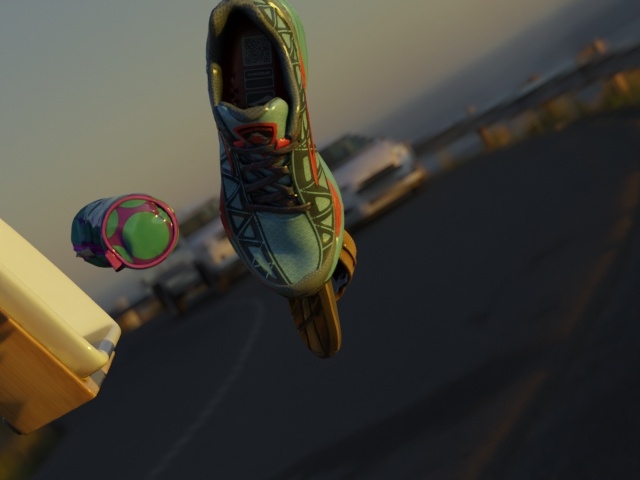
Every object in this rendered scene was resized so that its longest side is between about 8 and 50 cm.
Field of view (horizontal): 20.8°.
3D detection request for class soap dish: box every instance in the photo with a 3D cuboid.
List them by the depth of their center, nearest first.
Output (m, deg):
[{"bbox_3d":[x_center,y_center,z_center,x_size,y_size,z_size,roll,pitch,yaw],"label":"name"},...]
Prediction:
[{"bbox_3d":[-0.321,0.079,1.781,0.118,0.229,0.291,-47,5,1],"label":"soap dish"}]

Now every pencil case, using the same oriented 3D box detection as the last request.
[{"bbox_3d":[-0.166,-0.006,1.463,0.070,0.064,0.151,-40,10,-14],"label":"pencil case"}]

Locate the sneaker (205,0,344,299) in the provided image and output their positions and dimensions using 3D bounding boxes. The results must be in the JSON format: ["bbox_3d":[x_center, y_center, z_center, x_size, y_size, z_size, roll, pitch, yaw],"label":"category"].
[{"bbox_3d":[-0.052,-0.078,1.418,0.104,0.262,0.125,-13,-2,9],"label":"sneaker"}]

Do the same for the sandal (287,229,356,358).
[{"bbox_3d":[0.000,0.000,1.617,0.060,0.219,0.090,-9,-1,-20],"label":"sandal"}]
